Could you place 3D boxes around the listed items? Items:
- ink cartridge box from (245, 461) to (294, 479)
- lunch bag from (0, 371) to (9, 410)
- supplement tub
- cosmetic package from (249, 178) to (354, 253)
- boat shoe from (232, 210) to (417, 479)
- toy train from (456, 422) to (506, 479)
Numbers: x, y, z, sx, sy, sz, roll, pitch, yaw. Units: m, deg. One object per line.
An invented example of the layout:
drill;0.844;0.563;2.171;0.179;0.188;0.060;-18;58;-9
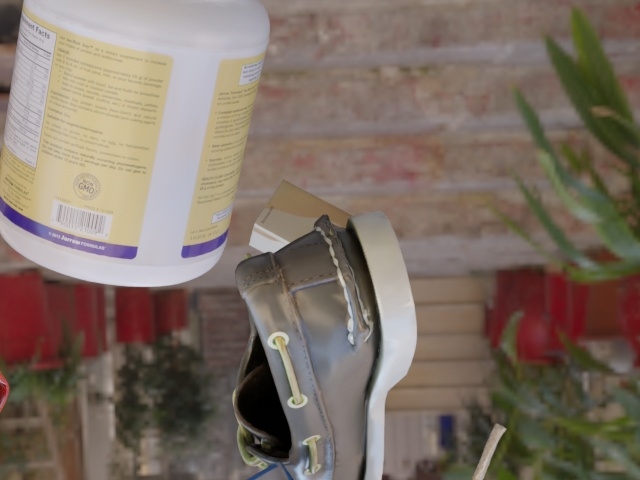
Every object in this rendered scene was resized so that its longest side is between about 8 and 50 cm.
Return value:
ink cartridge box;-0.037;0.247;0.837;0.148;0.203;0.086;-31;-137;-3
lunch bag;-0.413;0.199;1.343;0.258;0.293;0.120;-27;-124;-33
supplement tub;-0.182;-0.147;1.383;0.241;0.331;0.241;12;-161;-4
cosmetic package;0.000;0.000;1.270;0.115;0.060;0.041;27;149;5
boat shoe;-0.010;0.089;0.855;0.091;0.109;0.305;-11;149;-12
toy train;-0.026;0.176;0.630;0.143;0.248;0.105;14;-162;-33
